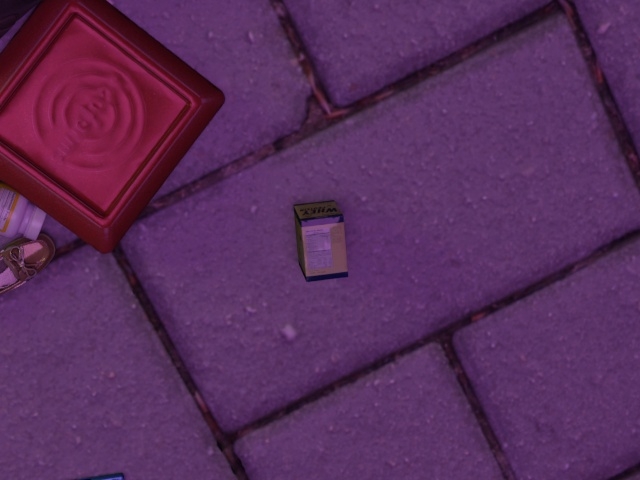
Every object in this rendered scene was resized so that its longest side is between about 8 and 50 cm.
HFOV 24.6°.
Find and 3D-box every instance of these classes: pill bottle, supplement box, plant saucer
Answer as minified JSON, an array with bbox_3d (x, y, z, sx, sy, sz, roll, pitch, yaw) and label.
[{"bbox_3d":[-0.405,-0.041,1.844,0.116,0.065,0.065,22,101,-13],"label":"pill bottle"},{"bbox_3d":[0.000,0.000,1.903,0.056,0.083,0.083,-7,107,-7],"label":"supplement box"},{"bbox_3d":[-0.287,-0.154,1.815,0.259,0.048,0.258,38,86,-16],"label":"plant saucer"}]

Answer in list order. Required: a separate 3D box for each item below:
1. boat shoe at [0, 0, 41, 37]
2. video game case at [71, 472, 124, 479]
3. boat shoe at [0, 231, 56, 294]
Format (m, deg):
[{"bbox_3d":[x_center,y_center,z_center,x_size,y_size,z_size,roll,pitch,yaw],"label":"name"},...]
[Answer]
[{"bbox_3d":[-0.417,-0.315,1.751,0.355,0.132,0.130,-32,81,1],"label":"boat shoe"},{"bbox_3d":[-0.343,0.384,1.996,0.166,0.015,0.119,-8,106,-6],"label":"video game case"},{"bbox_3d":[-0.407,0.043,1.875,0.153,0.048,0.056,-27,107,0],"label":"boat shoe"}]
